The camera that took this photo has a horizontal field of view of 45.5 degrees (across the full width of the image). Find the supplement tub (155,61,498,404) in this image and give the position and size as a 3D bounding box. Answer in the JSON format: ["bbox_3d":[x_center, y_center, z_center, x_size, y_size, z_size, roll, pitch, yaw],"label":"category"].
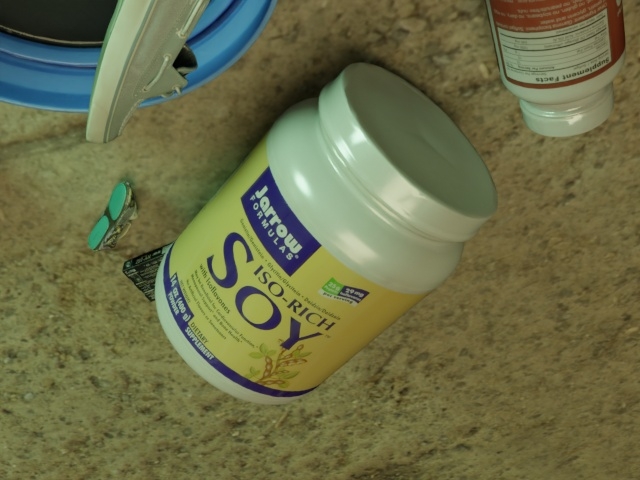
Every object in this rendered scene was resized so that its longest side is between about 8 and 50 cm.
[{"bbox_3d":[0.000,0.000,0.822,0.241,0.241,0.331,28,125,-25],"label":"supplement tub"}]

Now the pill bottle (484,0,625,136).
[{"bbox_3d":[0.222,-0.210,0.721,0.121,0.121,0.216,-15,131,11],"label":"pill bottle"}]

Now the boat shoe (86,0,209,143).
[{"bbox_3d":[-0.145,-0.160,0.660,0.081,0.079,0.227,16,136,-22],"label":"boat shoe"}]

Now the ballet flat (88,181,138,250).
[{"bbox_3d":[-0.245,-0.029,0.927,0.041,0.041,0.114,25,127,-22],"label":"ballet flat"}]

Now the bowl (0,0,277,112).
[{"bbox_3d":[-0.221,-0.268,0.629,0.391,0.077,0.391,-5,145,-3],"label":"bowl"}]

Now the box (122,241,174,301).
[{"bbox_3d":[-0.206,0.042,1.000,0.083,0.018,0.067,-21,130,16],"label":"box"}]
